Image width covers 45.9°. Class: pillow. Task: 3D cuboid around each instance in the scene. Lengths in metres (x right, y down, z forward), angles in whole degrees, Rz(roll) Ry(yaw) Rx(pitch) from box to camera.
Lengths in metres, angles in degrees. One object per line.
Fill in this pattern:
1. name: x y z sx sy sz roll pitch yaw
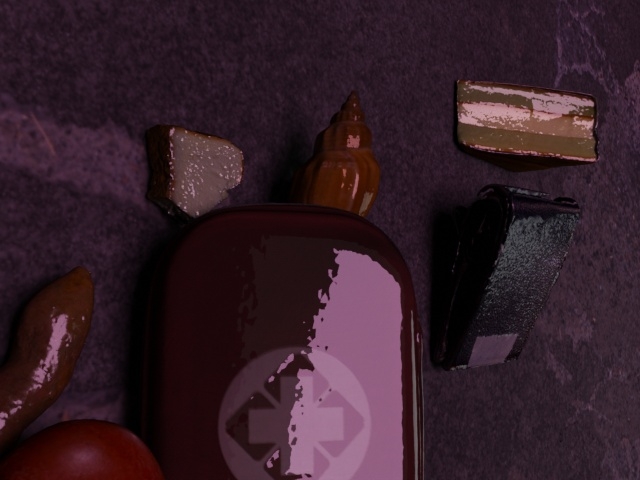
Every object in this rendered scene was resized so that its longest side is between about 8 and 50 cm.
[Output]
1. pillow: 0.237 -0.018 1.097 0.136 0.055 0.091 -19 131 -44

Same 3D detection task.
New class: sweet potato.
1. sweet potato: -0.232 0.115 0.578 0.065 0.051 0.218 49 54 -37

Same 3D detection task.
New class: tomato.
1. tomato: -0.175 0.215 0.542 0.167 0.167 0.167 7 80 -47

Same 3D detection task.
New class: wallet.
1. wallet: 0.262 0.054 1.071 0.221 0.071 0.262 2 106 -50

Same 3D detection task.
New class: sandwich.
1. sandwich: -0.118 -0.061 0.733 0.105 0.036 0.093 1 84 -49
2. sandwich: 0.311 -0.181 1.135 0.187 0.144 0.117 13 74 -46

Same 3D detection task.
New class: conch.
1. conch: -0.005 -0.002 0.815 0.093 0.109 0.330 18 90 -11

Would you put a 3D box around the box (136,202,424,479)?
1. box: -0.031 0.165 0.684 0.263 0.108 0.403 1 82 -15
